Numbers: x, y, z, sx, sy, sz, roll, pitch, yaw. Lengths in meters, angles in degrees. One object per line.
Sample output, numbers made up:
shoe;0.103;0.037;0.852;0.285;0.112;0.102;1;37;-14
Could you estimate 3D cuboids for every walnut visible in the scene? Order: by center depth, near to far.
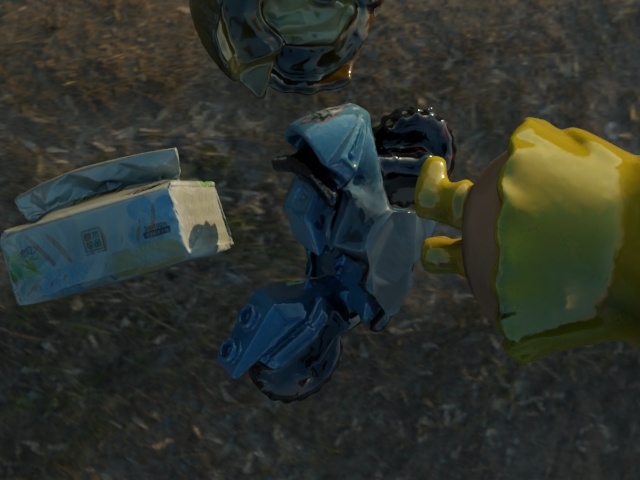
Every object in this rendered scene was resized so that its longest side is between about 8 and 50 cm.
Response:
walnut;-0.016;-0.239;0.971;0.238;0.141;0.204;-23;138;-17

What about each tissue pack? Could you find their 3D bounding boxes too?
tissue pack;-0.250;-0.022;1.356;0.230;0.159;0.145;-15;90;15

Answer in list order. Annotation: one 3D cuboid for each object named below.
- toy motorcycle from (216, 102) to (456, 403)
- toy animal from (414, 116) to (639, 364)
toy motorcycle;0.000;0.000;1.375;0.232;0.172;0.416;25;100;-38
toy animal;0.160;0.004;0.608;0.156;0.230;0.156;-17;111;-55
